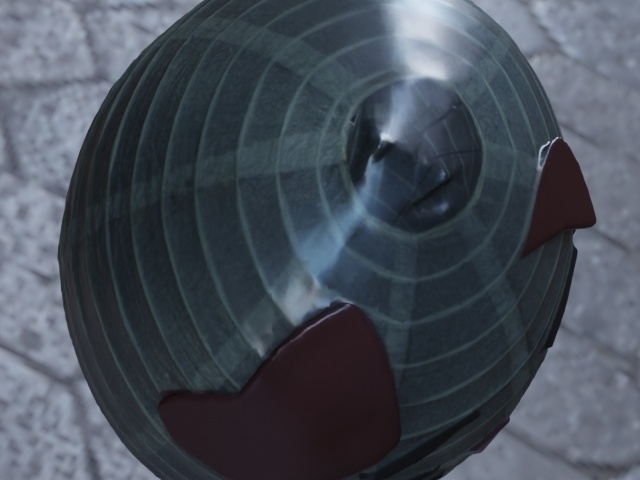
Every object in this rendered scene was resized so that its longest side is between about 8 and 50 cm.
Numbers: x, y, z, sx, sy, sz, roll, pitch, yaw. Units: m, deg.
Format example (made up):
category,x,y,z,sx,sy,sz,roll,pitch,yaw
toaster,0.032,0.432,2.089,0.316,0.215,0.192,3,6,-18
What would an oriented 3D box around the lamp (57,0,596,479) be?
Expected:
category,x,y,z,sx,sy,sz,roll,pitch,yaw
lamp,0.000,0.000,0.882,0.233,0.233,0.265,33,66,11
